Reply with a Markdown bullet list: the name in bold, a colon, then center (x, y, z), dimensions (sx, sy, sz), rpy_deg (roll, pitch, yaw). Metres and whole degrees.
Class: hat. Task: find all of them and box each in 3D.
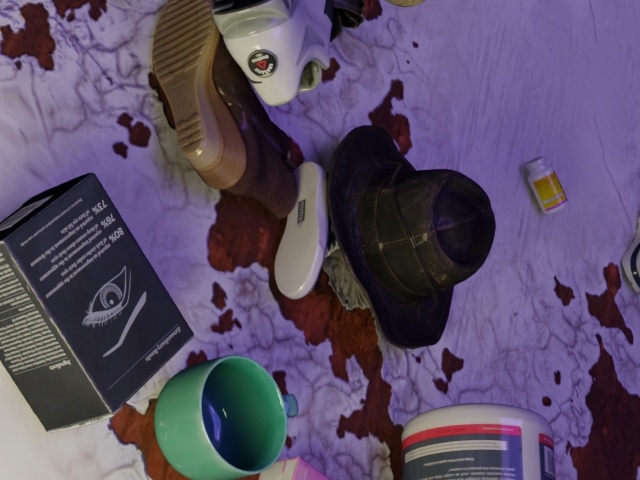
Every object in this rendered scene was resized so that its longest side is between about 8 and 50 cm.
- **hat**: center (0.143, -0.021, 1.942), dimensions (0.331, 0.134, 0.331), rpy_deg (41, 40, -45)

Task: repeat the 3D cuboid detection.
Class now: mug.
- **mug**: center (-0.105, 0.200, 1.637), dimensions (0.158, 0.097, 0.129), rpy_deg (36, 50, -35)

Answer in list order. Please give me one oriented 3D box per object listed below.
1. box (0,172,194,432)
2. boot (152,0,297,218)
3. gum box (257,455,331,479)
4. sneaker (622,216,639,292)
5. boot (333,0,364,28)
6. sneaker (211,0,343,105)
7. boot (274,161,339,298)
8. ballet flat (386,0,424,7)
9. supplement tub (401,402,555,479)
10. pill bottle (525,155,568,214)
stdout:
- **box**: center (-0.249, 0.063, 1.517), dimensions (0.153, 0.108, 0.207), rpy_deg (-44, 109, -48)
- **boot**: center (-0.107, -0.163, 1.814), dimensions (0.207, 0.090, 0.248), rpy_deg (31, 48, -56)
- **gum box**: center (-0.032, 0.350, 1.689), dimensions (0.107, 0.062, 0.188), rpy_deg (41, 48, -31)
- **sneaker**: center (0.575, -0.005, 2.500), dimensions (0.090, 0.095, 0.235), rpy_deg (49, 43, -22)
- **boot**: center (0.030, -0.392, 2.040), dimensions (0.263, 0.091, 0.229), rpy_deg (2, 74, -38)
- **sneaker**: center (-0.041, -0.255, 1.808), dimensions (0.330, 0.122, 0.146), rpy_deg (-62, 136, -60)
- **boot**: center (0.000, 0.000, 1.858), dimensions (0.086, 0.069, 0.190), rpy_deg (39, 48, -40)
- **ballet flat**: center (0.029, -0.441, 1.924), dimensions (0.348, 0.123, 0.123), rpy_deg (48, 44, -8)
- **supplement tub**: center (0.194, 0.349, 1.848), dimensions (0.191, 0.191, 0.272), rpy_deg (23, 59, -42)
- **pill bottle**: center (0.340, -0.084, 2.300), dimensions (0.043, 0.043, 0.083), rpy_deg (-37, 104, -49)
